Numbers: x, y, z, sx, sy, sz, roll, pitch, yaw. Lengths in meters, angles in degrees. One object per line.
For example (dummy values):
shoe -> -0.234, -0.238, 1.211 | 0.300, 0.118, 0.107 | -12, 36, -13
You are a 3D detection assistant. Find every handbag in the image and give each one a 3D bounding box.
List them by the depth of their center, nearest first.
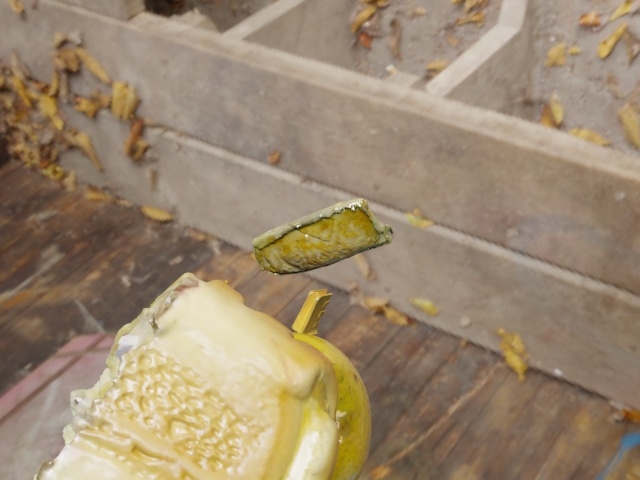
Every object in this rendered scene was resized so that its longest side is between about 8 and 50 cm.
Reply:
handbag -> -0.013, 0.127, 1.724 | 0.027, 0.061, 0.083 | 33, 106, 25

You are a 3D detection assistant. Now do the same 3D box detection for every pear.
pear -> -0.060, 0.258, 1.400 | 0.285, 0.285, 0.336 | 33, 155, 17

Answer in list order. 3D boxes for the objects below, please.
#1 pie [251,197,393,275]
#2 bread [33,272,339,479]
pie -> 0.000, 0.000, 1.872 | 0.282, 0.068, 0.128 | -20, 121, 27
bread -> -0.125, 0.210, 0.976 | 0.270, 0.315, 0.211 | 34, 167, -8
